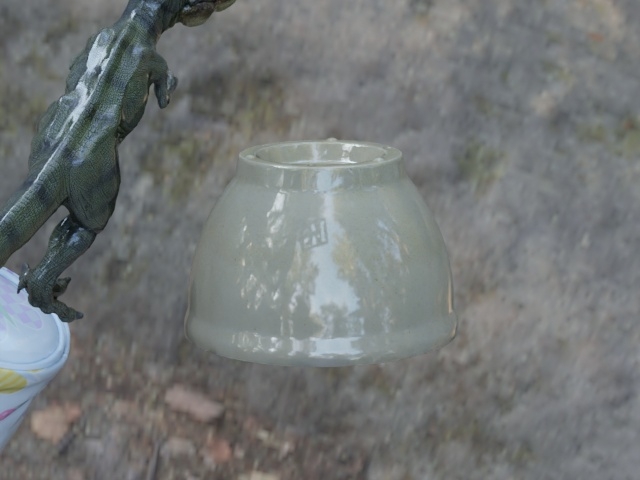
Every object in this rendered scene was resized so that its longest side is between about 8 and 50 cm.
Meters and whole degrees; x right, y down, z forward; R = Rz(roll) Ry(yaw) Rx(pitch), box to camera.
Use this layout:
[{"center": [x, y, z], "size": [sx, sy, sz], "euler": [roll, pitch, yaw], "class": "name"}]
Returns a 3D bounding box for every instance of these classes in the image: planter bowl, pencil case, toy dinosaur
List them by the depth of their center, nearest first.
[{"center": [-0.118, -0.029, 0.905], "size": [0.064, 0.118, 0.268], "euler": [26, 61, -1], "class": "toy dinosaur"}, {"center": [0.000, 0.000, 1.113], "size": [0.162, 0.109, 0.162], "euler": [-1, 12, 0], "class": "planter bowl"}, {"center": [-0.284, 0.141, 1.391], "size": [0.113, 0.273, 0.124], "euler": [32, 33, -4], "class": "pencil case"}]
